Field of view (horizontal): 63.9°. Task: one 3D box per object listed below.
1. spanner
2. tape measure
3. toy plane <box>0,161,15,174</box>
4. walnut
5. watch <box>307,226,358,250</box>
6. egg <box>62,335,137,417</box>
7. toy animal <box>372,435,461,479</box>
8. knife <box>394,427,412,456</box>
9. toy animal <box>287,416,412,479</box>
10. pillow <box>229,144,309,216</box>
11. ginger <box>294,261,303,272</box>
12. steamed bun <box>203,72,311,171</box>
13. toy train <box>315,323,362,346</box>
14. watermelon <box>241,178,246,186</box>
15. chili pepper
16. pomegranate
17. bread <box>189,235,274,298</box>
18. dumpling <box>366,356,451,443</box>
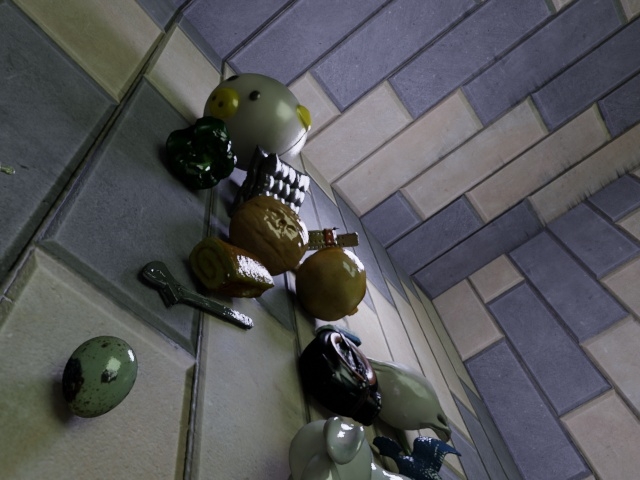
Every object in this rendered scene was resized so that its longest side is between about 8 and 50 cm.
[{"bbox_3d":[-0.236,0.123,1.031,0.325,0.026,0.093,40,18,-51],"label":"spanner"},{"bbox_3d":[0.045,0.329,1.259,0.202,0.135,0.223,38,15,-19],"label":"tape measure"},{"bbox_3d":[-0.524,-0.180,0.684,0.286,0.092,0.108,57,38,3],"label":"toy plane"},{"bbox_3d":[-0.139,-0.015,1.370,0.222,0.195,0.195,44,15,-13],"label":"walnut"},{"bbox_3d":[-0.007,0.000,1.594,0.165,0.268,0.102,117,-34,-83],"label":"watch"},{"bbox_3d":[-0.276,0.169,0.640,0.085,0.085,0.110,48,29,-23],"label":"egg"},{"bbox_3d":[0.246,0.587,1.276,0.239,0.255,0.176,-51,138,-38],"label":"toy animal"},{"bbox_3d":[0.272,0.650,1.474,0.043,0.020,0.293,37,22,-57],"label":"knife"},{"bbox_3d":[0.052,0.425,0.883,0.310,0.183,0.247,53,-21,-14],"label":"toy animal"},{"bbox_3d":[-0.147,-0.138,1.604,0.101,0.228,0.326,21,-1,20],"label":"pillow"},{"bbox_3d":[-0.066,0.089,1.669,0.137,0.044,0.057,41,52,-21],"label":"ginger"},{"bbox_3d":[-0.218,-0.392,1.711,0.374,0.334,0.334,44,5,34],"label":"steamed bun"},{"bbox_3d":[0.048,0.284,1.552,0.234,0.052,0.051,36,19,-51],"label":"toy train"},{"bbox_3d":[-0.224,-0.174,1.710,0.078,0.078,0.110,47,13,-27],"label":"watermelon"},{"bbox_3d":[-0.310,-0.215,1.339,0.261,0.174,0.165,-112,-174,-50],"label":"chili pepper"},{"bbox_3d":[0.032,0.127,1.533,0.233,0.233,0.233,50,14,-17],"label":"pomegranate"},{"bbox_3d":[-0.196,0.066,1.129,0.132,0.103,0.172,49,9,23],"label":"bread"},{"bbox_3d":[0.224,0.452,1.529,0.341,0.181,0.260,19,-5,-7],"label":"dumpling"}]
